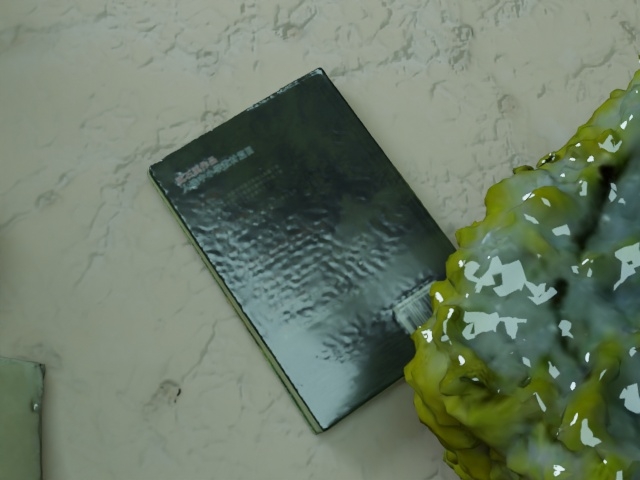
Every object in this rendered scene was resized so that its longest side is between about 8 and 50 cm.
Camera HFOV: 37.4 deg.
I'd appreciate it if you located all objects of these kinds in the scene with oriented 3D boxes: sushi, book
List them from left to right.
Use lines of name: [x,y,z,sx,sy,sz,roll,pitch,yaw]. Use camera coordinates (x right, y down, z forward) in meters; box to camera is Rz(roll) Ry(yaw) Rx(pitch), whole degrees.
book: [0.000,0.000,0.676,0.160,0.024,0.228,-32,77,-15]
sushi: [0.276,0.073,0.515,0.396,0.240,0.351,35,73,29]

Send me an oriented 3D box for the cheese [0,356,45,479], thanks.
cheese: [-0.187,0.246,0.514,0.085,0.034,0.400,20,48,-40]
